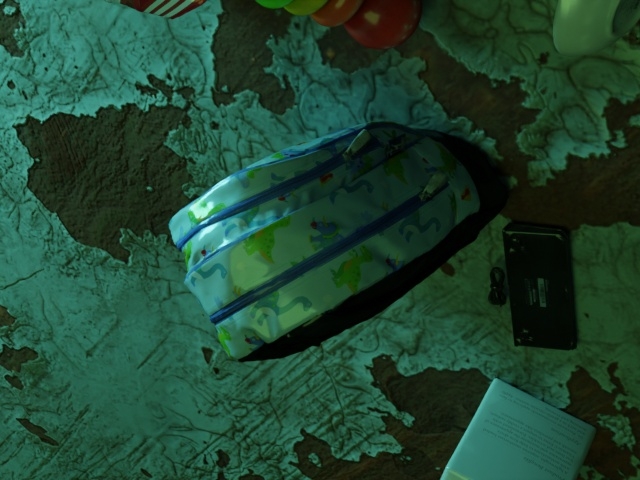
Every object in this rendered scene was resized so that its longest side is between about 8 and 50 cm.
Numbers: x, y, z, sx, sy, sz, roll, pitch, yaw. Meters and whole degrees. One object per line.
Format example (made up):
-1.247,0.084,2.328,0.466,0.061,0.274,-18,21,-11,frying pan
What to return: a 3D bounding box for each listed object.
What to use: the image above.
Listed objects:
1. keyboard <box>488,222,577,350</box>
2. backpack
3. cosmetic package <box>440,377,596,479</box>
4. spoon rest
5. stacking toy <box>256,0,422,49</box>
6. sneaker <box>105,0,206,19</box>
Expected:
0.255,0.057,1.599,0.108,0.023,0.180,4,125,22,keyboard
0.000,0.000,1.477,0.290,0.355,0.273,-24,109,42,backpack
0.241,0.312,1.692,0.151,0.184,0.151,27,134,12,cosmetic package
0.292,-0.299,1.239,0.084,0.137,0.276,39,123,27,spoon rest
-0.028,-0.291,1.357,0.330,0.141,0.141,19,144,-30,stacking toy
-0.166,-0.355,1.516,0.128,0.087,0.221,19,133,-7,sneaker
